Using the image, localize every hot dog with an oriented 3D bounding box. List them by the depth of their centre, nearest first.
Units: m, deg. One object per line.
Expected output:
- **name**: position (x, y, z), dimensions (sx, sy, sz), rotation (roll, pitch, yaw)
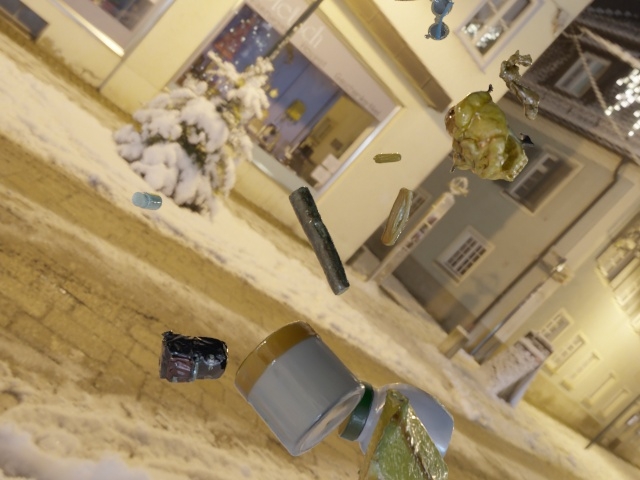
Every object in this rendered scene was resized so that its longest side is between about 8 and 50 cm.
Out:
- **hot dog**: position (0.174, -0.051, 1.346), dimensions (0.044, 0.137, 0.028), rotation (23, 16, 20)

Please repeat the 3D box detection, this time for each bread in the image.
- **bread**: position (0.111, 0.477, 1.248), dimensions (0.362, 0.244, 0.233), rotation (63, 29, -30)

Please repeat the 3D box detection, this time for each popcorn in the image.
- **popcorn**: position (0.534, -0.322, 1.994), dimensions (0.316, 0.281, 0.297), rotation (50, 14, 8)

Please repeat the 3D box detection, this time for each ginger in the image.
- **ginger**: position (0.615, -0.482, 1.870), dimensions (0.176, 0.194, 0.052), rotation (13, -8, -22)

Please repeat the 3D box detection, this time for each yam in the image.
- **yam**: position (0.000, 0.000, 1.434), dimensions (0.274, 0.061, 0.061), rotation (65, 13, 17)

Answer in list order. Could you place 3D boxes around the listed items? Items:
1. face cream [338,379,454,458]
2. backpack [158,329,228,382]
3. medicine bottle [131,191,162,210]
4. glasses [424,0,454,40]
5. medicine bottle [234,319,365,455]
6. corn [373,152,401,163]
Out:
- **face cream**: position (0.261, 0.645, 2.114), dimensions (0.356, 0.313, 0.219), rotation (21, 17, -1)
- **backpack**: position (-0.305, 0.286, 1.456), dimensions (0.165, 0.120, 0.106), rotation (6, 35, -11)
- **medicine bottle**: position (-0.472, -0.108, 1.647), dimensions (0.047, 0.047, 0.083), rotation (44, 11, 16)
- **glasses**: position (0.461, -0.840, 2.170), dimensions (0.088, 0.190, 0.220), rotation (11, -10, -11)
- **medicine bottle**: position (-0.050, 0.354, 1.458), dimensions (0.232, 0.238, 0.238), rotation (46, 6, 23)
- **corn**: position (0.180, -0.223, 1.637), dimensions (0.083, 0.027, 0.028), rotation (1, 10, 31)
